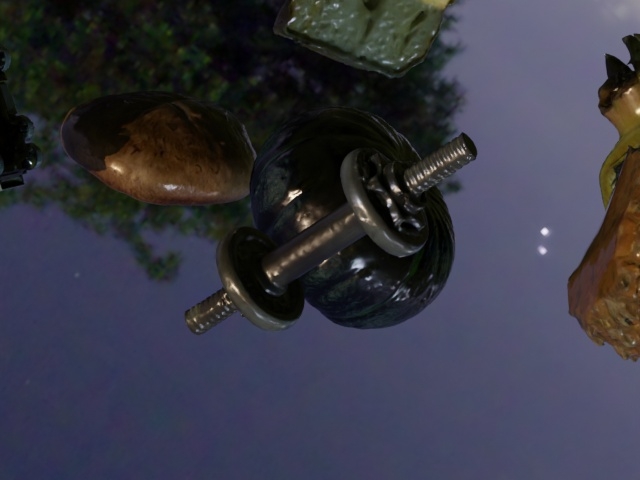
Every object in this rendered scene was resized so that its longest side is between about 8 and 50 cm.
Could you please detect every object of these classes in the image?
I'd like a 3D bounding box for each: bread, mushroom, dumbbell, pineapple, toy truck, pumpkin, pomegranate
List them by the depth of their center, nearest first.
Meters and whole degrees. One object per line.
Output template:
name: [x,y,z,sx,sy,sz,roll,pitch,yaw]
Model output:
dumbbell: [0.000,0.000,0.778,0.082,0.254,0.081,39,-147,-31]
bread: [0.064,-0.243,0.932,0.128,0.232,0.088,27,-159,-9]
pineapple: [0.418,0.067,1.080,0.362,0.202,0.202,26,-151,3]
pumpkin: [0.011,-0.010,1.222,0.248,0.248,0.248,31,-149,-21]
pomegranate: [0.439,-0.089,1.337,0.340,0.260,0.260,59,-150,2]
toy truck: [-0.428,-0.148,1.404,0.085,0.116,0.191,-27,-79,-61]
mushroom: [-0.218,-0.135,1.606,0.278,0.146,0.278,12,-151,-7]
